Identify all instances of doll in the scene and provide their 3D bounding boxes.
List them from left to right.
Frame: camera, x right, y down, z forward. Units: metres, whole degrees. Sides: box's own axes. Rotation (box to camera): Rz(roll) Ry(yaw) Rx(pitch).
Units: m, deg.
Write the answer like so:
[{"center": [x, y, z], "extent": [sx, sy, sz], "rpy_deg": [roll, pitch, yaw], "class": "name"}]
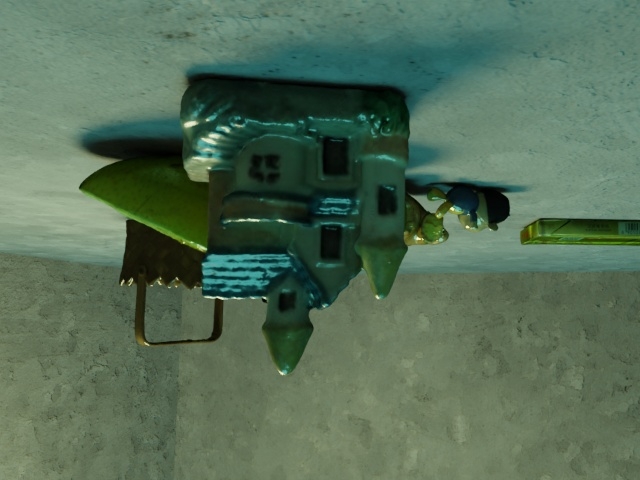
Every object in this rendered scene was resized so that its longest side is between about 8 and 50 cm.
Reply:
[{"center": [0.277, -0.058, 1.308], "extent": [0.179, 0.102, 0.089], "rpy_deg": [5, 133, -23], "class": "doll"}]

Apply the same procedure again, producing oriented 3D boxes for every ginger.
[{"center": [0.138, -0.042, 1.311], "extent": [0.157, 0.102, 0.216], "rpy_deg": [29, -179, 39], "class": "ginger"}]

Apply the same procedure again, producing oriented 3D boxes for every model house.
[{"center": [-0.032, -0.001, 0.837], "extent": [0.267, 0.325, 0.194], "rpy_deg": [2, 175, -7], "class": "model house"}]

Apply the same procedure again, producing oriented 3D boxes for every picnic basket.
[{"center": [-0.349, 0.100, 1.775], "extent": [0.291, 0.321, 0.254], "rpy_deg": [-2, 176, 39], "class": "picnic basket"}]

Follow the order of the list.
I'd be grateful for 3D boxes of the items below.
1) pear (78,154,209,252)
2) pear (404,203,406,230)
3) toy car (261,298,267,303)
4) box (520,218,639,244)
[{"center": [-0.251, -0.073, 1.117], "extent": [0.239, 0.139, 0.288], "rpy_deg": [17, 175, -6], "class": "pear"}, {"center": [0.049, -0.022, 1.146], "extent": [0.180, 0.216, 0.166], "rpy_deg": [-18, -133, -36], "class": "pear"}, {"center": [-0.058, -0.004, 1.365], "extent": [0.176, 0.213, 0.358], "rpy_deg": [-28, -174, -20], "class": "toy car"}, {"center": [0.658, -0.017, 1.707], "extent": [0.311, 0.043, 0.173], "rpy_deg": [1, 173, 2], "class": "box"}]
